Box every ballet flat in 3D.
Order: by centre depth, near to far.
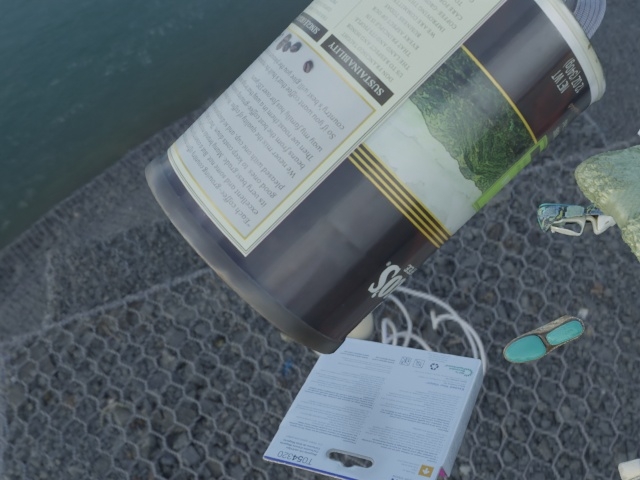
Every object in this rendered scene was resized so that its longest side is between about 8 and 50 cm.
[{"bbox_3d":[0.526,-0.040,1.530,0.189,0.070,0.070,-3,47,10],"label":"ballet flat"},{"bbox_3d":[0.553,0.244,1.918,0.206,0.073,0.067,-23,5,14],"label":"ballet flat"}]

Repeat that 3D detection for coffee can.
[{"bbox_3d":[0.037,-0.081,0.580,0.275,0.201,0.201,-44,47,7],"label":"coffee can"}]

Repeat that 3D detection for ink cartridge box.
[{"bbox_3d":[0.107,0.332,1.456,0.324,0.071,0.330,7,42,27],"label":"ink cartridge box"}]

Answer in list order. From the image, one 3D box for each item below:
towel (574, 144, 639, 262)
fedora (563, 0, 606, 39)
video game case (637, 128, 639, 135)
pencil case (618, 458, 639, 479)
[{"bbox_3d":[0.230,-0.023,0.428,0.148,0.027,0.110,-11,41,-6],"label":"towel"},{"bbox_3d":[0.249,-0.359,1.085,0.244,0.124,0.275,-45,50,-6],"label":"fedora"},{"bbox_3d":[0.901,-0.188,1.800,0.025,0.204,0.285,-58,22,5],"label":"video game case"},{"bbox_3d":[0.656,0.507,1.253,0.410,0.160,0.183,27,58,-17],"label":"pencil case"}]
